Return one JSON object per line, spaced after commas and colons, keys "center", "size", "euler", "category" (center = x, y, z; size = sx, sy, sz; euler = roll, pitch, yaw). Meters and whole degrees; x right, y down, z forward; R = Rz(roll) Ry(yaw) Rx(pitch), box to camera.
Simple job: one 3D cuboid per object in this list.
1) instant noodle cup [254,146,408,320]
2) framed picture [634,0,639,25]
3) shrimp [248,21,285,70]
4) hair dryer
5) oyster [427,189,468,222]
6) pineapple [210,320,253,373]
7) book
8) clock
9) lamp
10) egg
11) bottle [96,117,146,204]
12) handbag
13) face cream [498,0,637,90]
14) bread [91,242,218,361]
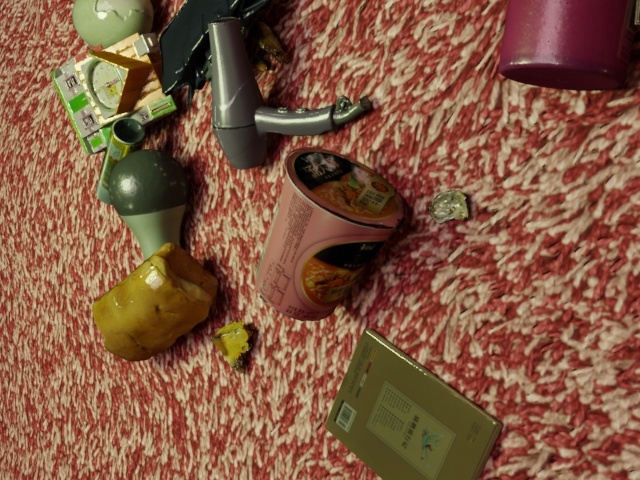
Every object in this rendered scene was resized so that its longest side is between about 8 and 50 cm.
{"center": [0.000, 0.000, 1.332], "size": [0.244, 0.244, 0.255], "euler": [49, 127, 35], "category": "instant noodle cup"}
{"center": [0.509, -0.337, 0.936], "size": [0.201, 0.010, 0.136], "euler": [6, 91, 17], "category": "framed picture"}
{"center": [-0.120, -0.399, 1.579], "size": [0.095, 0.045, 0.162], "euler": [-56, 46, 26], "category": "shrimp"}
{"center": [-0.065, -0.284, 1.463], "size": [0.361, 0.121, 0.301], "euler": [7, 119, 28], "category": "hair dryer"}
{"center": [0.214, -0.056, 1.251], "size": [0.083, 0.019, 0.054], "euler": [-8, 82, 41], "category": "oyster"}
{"center": [-0.187, 0.231, 1.580], "size": [0.114, 0.077, 0.114], "euler": [-19, 87, 46], "category": "pineapple"}
{"center": [0.146, 0.319, 1.283], "size": [0.310, 0.021, 0.217], "euler": [33, 109, 40], "category": "book"}
{"center": [-0.487, -0.374, 1.820], "size": [0.309, 0.166, 0.235], "euler": [-18, 98, 37], "category": "clock"}
{"center": [-0.369, -0.063, 1.744], "size": [0.182, 0.182, 0.314], "euler": [-12, 110, 43], "category": "lamp"}
{"center": [-0.513, -0.568, 1.884], "size": [0.217, 0.183, 0.183], "euler": [11, 94, 31], "category": "egg"}
{"center": [-0.496, -0.189, 1.840], "size": [0.286, 0.082, 0.082], "euler": [-50, 53, 53], "category": "bottle"}
{"center": [-0.225, -0.461, 1.616], "size": [0.326, 0.118, 0.269], "euler": [-43, 39, 35], "category": "handbag"}
{"center": [0.348, -0.318, 1.034], "size": [0.175, 0.175, 0.195], "euler": [12, 94, 44], "category": "face cream"}
{"center": [-0.386, 0.155, 1.691], "size": [0.195, 0.149, 0.344], "euler": [44, 127, -12], "category": "bread"}
